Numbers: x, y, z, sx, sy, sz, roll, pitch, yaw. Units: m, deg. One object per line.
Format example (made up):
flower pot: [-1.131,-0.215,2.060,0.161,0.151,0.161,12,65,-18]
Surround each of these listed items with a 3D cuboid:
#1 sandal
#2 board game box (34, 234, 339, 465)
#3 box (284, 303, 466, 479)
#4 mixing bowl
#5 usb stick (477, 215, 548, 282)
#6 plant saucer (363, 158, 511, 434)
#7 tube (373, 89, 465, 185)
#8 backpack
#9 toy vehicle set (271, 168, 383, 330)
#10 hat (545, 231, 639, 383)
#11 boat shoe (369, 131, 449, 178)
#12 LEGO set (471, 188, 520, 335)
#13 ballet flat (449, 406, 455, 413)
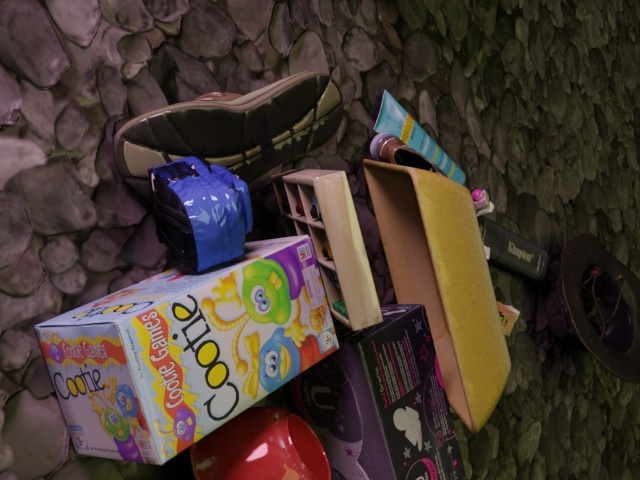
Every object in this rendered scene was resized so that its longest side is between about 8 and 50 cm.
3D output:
sandal: [-0.106,-0.126,0.957,0.302,0.086,0.120,-22,122,-34]
board game box: [-0.129,0.105,0.858,0.275,0.144,0.142,-25,103,-48]
box: [0.062,0.222,1.053,0.142,0.163,0.247,-23,102,-45]
mixing bowl: [-0.051,0.255,0.897,0.181,0.098,0.181,55,11,-16]
usb stick: [0.352,0.017,1.515,0.278,0.045,0.077,21,68,-47]
plant saucer: [0.159,0.046,1.094,0.081,0.333,0.333,-16,99,-5]
tube: [0.158,-0.151,1.313,0.207,0.052,0.080,38,50,-33]
backpack: [-0.122,-0.032,0.851,0.101,0.120,0.098,-21,122,-18]
toy vehicle set: [0.000,0.000,0.958,0.035,0.267,0.166,-17,98,-11]
hat: [0.555,0.157,1.667,0.331,0.134,0.331,22,53,-33]
boat shoe: [0.153,-0.099,1.261,0.183,0.066,0.066,30,98,-33]
LEGO set: [0.219,0.034,1.288,0.107,0.132,0.287,40,34,-33]
ballet flat: [0.196,0.207,1.300,0.057,0.049,0.173,-40,115,-44]
